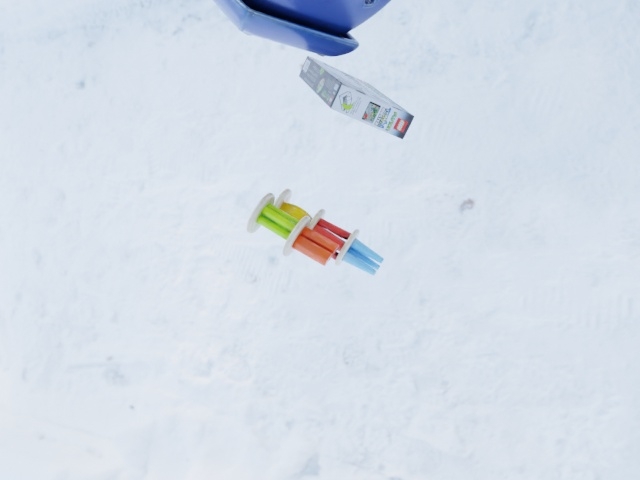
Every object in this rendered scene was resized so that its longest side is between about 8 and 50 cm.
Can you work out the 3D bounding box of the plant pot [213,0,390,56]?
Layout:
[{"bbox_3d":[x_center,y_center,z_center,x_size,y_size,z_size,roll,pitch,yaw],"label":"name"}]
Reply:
[{"bbox_3d":[-0.033,-0.382,0.830,0.236,0.236,0.212,54,125,30],"label":"plant pot"}]

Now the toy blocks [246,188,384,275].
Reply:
[{"bbox_3d":[0.000,0.000,0.753,0.148,0.123,0.054,31,105,8],"label":"toy blocks"}]

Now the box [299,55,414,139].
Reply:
[{"bbox_3d":[0.045,-0.209,0.923,0.036,0.114,0.207,-64,23,18],"label":"box"}]
